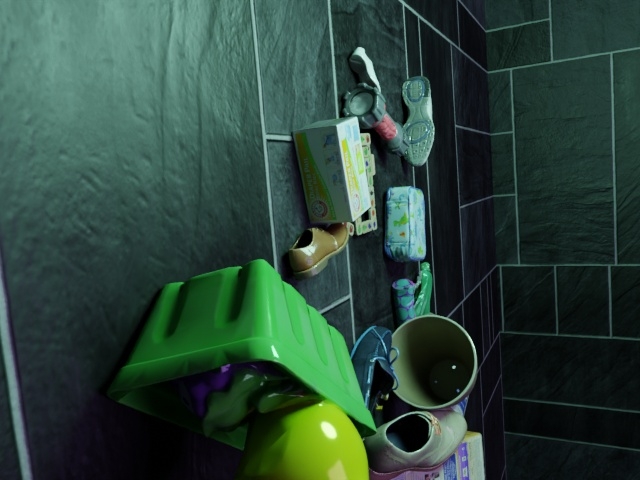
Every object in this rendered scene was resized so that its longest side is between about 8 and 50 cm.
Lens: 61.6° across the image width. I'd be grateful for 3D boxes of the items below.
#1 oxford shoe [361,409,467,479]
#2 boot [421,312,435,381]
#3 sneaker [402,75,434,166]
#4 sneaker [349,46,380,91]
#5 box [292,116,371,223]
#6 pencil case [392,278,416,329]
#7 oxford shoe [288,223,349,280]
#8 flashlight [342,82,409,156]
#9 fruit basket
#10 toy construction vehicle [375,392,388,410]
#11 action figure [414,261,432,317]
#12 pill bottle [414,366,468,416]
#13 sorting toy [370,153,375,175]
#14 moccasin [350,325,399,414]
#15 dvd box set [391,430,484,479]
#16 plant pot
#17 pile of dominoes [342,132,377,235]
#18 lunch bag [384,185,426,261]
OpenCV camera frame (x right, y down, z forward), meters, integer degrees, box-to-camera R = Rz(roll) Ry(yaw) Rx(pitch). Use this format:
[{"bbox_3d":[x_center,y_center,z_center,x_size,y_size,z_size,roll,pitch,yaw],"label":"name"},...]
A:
[{"bbox_3d":[0.265,0.500,1.361,0.397,0.146,0.140,-4,49,-42],"label":"oxford shoe"},{"bbox_3d":[0.343,0.368,1.773,0.208,0.076,0.190,-47,128,-45],"label":"boot"},{"bbox_3d":[0.322,-0.371,1.722,0.129,0.111,0.297,34,60,-64],"label":"sneaker"},{"bbox_3d":[0.123,-0.430,1.390,0.152,0.053,0.061,61,35,-41],"label":"sneaker"},{"bbox_3d":[0.027,-0.146,1.134,0.114,0.103,0.203,-40,124,-57],"label":"box"},{"bbox_3d":[0.254,0.195,1.595,0.064,0.070,0.152,-86,168,-73],"label":"pencil case"},{"bbox_3d":[0.000,0.000,1.114,0.212,0.076,0.076,-45,117,-55],"label":"oxford shoe"},{"bbox_3d":[0.159,-0.301,1.406,0.103,0.103,0.304,-62,151,1],"label":"flashlight"},{"bbox_3d":[-0.069,0.256,0.726,0.392,0.282,0.392,-15,90,-71],"label":"fruit basket"},{"bbox_3d":[0.159,0.396,1.447,0.086,0.035,0.098,-58,141,-64],"label":"toy construction vehicle"},{"bbox_3d":[0.326,0.179,1.741,0.137,0.063,0.232,43,55,-52],"label":"action figure"},{"bbox_3d":[0.413,0.525,1.796,0.265,0.153,0.153,-50,132,-52],"label":"pill bottle"},{"bbox_3d":[0.126,-0.210,1.429,0.062,0.012,0.083,-33,119,-57],"label":"sorting toy"},{"bbox_3d":[0.127,0.338,1.287,0.342,0.116,0.138,-55,135,-49],"label":"moccasin"},{"bbox_3d":[0.298,0.714,1.459,0.420,0.062,0.308,1,83,-37],"label":"dvd box set"},{"bbox_3d":[0.348,0.379,1.570,0.274,0.256,0.257,44,50,-55],"label":"plant pot"},{"bbox_3d":[0.099,-0.136,1.329,0.196,0.040,0.251,-21,107,-57],"label":"pile of dominoes"},{"bbox_3d":[0.253,-0.045,1.583,0.176,0.090,0.219,1,88,-62],"label":"lunch bag"}]
